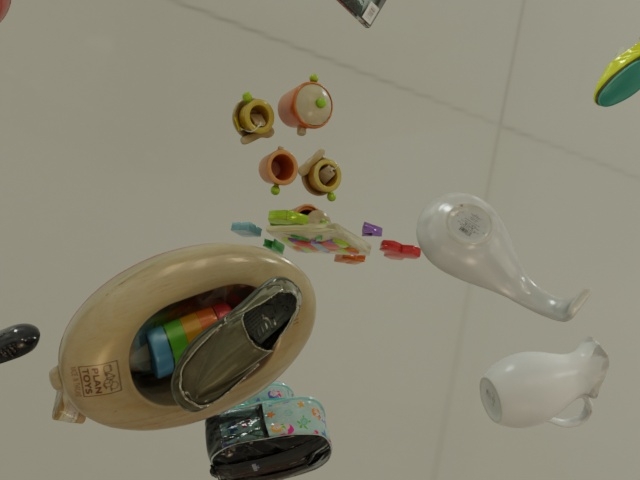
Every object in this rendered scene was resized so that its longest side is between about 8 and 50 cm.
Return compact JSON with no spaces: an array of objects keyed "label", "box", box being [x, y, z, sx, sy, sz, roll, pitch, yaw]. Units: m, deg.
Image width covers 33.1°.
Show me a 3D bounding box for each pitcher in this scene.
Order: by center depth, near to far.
[{"label":"pitcher","box":[0.386,0.269,1.865,0.207,0.178,0.125,-14,29,-16]}]

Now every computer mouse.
[{"label":"computer mouse","box":[-0.608,0.197,1.887,0.242,0.071,0.041,-21,-47,-4]}]

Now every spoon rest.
[{"label":"spoon rest","box":[0.267,0.031,1.612,0.276,0.137,0.084,37,-24,16]}]

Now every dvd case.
[{"label":"dvd case","box":[0.038,-0.322,1.274,0.119,0.087,0.013,36,-12,-32]}]

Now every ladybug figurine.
[{"label":"ladybug figurine","box":[-0.228,0.144,1.761,0.449,0.305,0.162,-15,27,-24]}]

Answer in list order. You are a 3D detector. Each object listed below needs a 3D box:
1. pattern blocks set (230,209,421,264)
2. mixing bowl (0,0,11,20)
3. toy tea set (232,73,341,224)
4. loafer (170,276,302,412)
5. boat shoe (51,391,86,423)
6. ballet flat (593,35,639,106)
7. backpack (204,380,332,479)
[{"label":"pattern blocks set","box":[0.000,0.000,2.101,0.324,0.026,0.285,-4,-21,43]},{"label":"mixing bowl","box":[-0.727,-0.503,2.238,0.181,0.181,0.098,16,15,-30]},{"label":"toy tea set","box":[-0.031,-0.166,2.178,0.200,0.336,0.124,-29,14,-30]},{"label":"loafer","box":[-0.122,0.148,1.586,0.094,0.251,0.087,43,-12,-7]},{"label":"boat shoe","box":[-0.411,0.250,1.823,0.059,0.063,0.170,25,29,-17]},{"label":"ballet flat","box":[0.564,-0.322,1.886,0.077,0.231,0.077,44,12,-46]},{"label":"backpack","box":[-0.105,0.414,2.292,0.253,0.191,0.225,-10,-36,3]}]
